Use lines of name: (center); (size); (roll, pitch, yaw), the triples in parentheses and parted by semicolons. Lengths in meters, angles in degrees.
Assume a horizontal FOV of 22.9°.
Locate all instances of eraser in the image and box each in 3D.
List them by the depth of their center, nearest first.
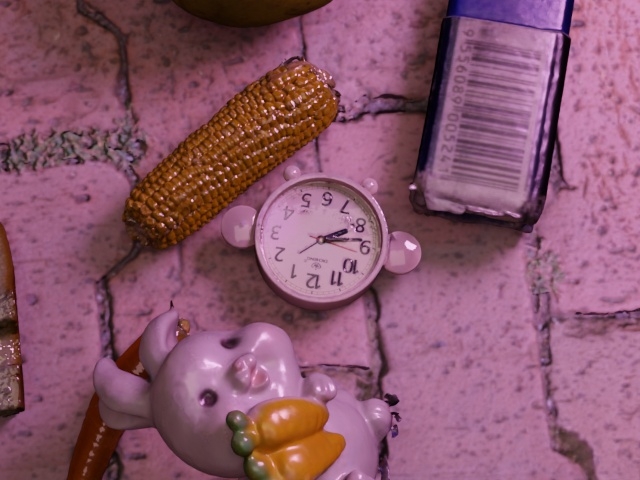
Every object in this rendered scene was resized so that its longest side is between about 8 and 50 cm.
eraser: (0.200, -0.178, 1.819); (0.155, 0.101, 0.332); (10, 78, 3)

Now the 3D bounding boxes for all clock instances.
clock: (0.000, 0.000, 1.804); (0.229, 0.063, 0.155); (8, 77, -2)

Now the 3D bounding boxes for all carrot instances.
carrot: (-0.231, 0.197, 1.767); (0.062, 0.066, 0.271); (28, 80, 45)

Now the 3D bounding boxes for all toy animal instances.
toy animal: (-0.070, 0.188, 1.664); (0.310, 0.247, 0.183); (31, 73, -24)

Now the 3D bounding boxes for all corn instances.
corn: (-0.105, -0.100, 1.800); (0.293, 0.106, 0.106); (-39, 82, -8)

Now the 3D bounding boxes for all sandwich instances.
sandwich: (-0.395, 0.090, 1.749); (0.122, 0.128, 0.235); (-5, 80, -10)

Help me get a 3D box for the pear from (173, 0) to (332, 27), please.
pear: (-0.056, -0.376, 1.784); (0.307, 0.253, 0.253); (-31, 81, -18)
